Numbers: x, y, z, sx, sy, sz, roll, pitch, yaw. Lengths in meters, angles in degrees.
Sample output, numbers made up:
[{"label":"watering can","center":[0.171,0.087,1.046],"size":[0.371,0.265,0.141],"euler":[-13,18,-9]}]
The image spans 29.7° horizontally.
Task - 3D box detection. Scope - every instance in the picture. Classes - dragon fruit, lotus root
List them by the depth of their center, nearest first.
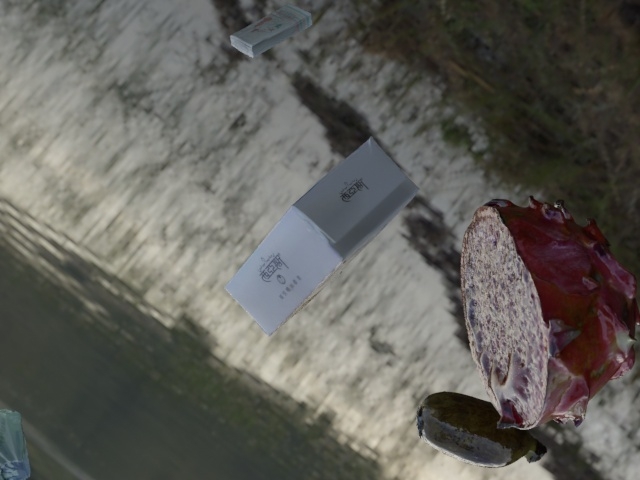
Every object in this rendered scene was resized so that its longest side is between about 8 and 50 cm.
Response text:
[{"label":"dragon fruit","center":[0.374,0.109,1.918],"size":[0.386,0.249,0.371],"euler":[-148,49,-73]},{"label":"lotus root","center":[0.305,0.369,2.303],"size":[0.260,0.128,0.145],"euler":[16,-178,-1]}]

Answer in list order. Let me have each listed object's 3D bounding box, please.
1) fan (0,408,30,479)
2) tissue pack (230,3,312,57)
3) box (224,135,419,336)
[{"label":"fan","center":[-0.469,0.309,1.685],"size":[0.131,0.009,0.240],"euler":[23,127,-4]},{"label":"tissue pack","center":[-0.068,-0.294,1.686],"size":[0.056,0.108,0.023],"euler":[35,148,42]},{"label":"box","center":[-0.002,-0.002,1.823],"size":[0.116,0.203,0.274],"euler":[46,142,3]}]
